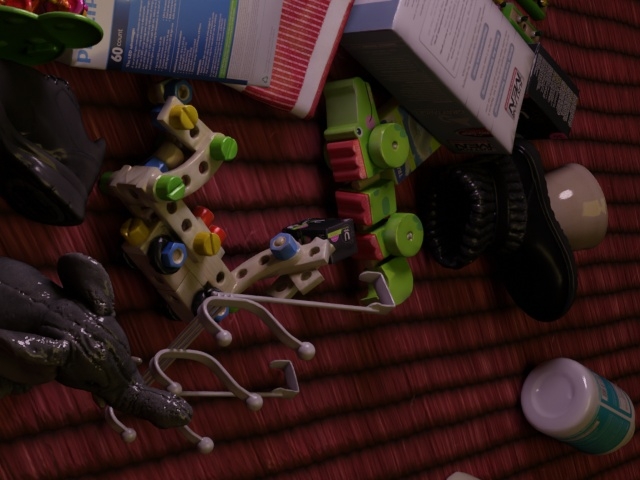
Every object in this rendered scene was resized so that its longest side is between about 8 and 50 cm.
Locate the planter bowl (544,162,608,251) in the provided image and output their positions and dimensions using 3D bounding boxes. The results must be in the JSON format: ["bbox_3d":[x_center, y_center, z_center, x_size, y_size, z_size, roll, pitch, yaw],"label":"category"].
[{"bbox_3d":[0.424,-0.050,2.026,0.109,0.162,0.162,-15,105,-23],"label":"planter bowl"}]

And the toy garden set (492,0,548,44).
[{"bbox_3d":[0.352,-0.430,1.986,0.204,0.049,0.244,32,68,-46],"label":"toy garden set"}]

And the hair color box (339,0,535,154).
[{"bbox_3d":[0.178,-0.291,1.673,0.374,0.114,0.185,35,65,-47],"label":"hair color box"}]

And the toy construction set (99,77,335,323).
[{"bbox_3d":[-0.136,-0.022,1.379,0.327,0.151,0.215,46,57,-27],"label":"toy construction set"}]

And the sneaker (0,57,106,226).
[{"bbox_3d":[-0.328,-0.141,1.184,0.286,0.109,0.130,59,44,-45],"label":"sneaker"}]

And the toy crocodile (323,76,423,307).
[{"bbox_3d":[0.065,-0.067,1.620,0.105,0.115,0.340,-28,113,-44],"label":"toy crocodile"}]

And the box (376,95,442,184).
[{"bbox_3d":[0.125,-0.164,1.743,0.178,0.042,0.109,-42,122,-41],"label":"box"}]

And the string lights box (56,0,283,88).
[{"bbox_3d":[-0.174,-0.257,1.295,0.260,0.077,0.133,1,104,-36],"label":"string lights box"}]

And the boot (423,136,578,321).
[{"bbox_3d":[0.299,0.012,1.881,0.260,0.131,0.347,-32,105,-51],"label":"boot"}]

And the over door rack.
[{"bbox_3d":[-0.070,0.154,1.377,0.324,0.239,0.108,-5,58,-49],"label":"over door rack"}]

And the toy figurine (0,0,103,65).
[{"bbox_3d":[-0.302,-0.281,1.164,0.130,0.173,0.159,48,41,-68],"label":"toy figurine"}]

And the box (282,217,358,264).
[{"bbox_3d":[0.000,0.000,1.572,0.062,0.083,0.052,-23,110,-46],"label":"box"}]

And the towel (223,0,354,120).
[{"bbox_3d":[-0.096,-0.313,1.407,0.329,0.037,0.237,22,88,-37],"label":"towel"}]

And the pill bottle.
[{"bbox_3d":[0.499,0.322,2.125,0.264,0.146,0.146,30,69,-46],"label":"pill bottle"}]

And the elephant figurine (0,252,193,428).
[{"bbox_3d":[-0.263,0.094,1.150,0.186,0.240,0.169,12,83,-49],"label":"elephant figurine"}]

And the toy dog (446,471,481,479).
[{"bbox_3d":[0.430,0.579,1.856,0.395,0.408,0.284,28,71,-46],"label":"toy dog"}]

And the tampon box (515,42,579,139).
[{"bbox_3d":[0.352,-0.253,1.942,0.161,0.121,0.101,36,65,-44],"label":"tampon box"}]
